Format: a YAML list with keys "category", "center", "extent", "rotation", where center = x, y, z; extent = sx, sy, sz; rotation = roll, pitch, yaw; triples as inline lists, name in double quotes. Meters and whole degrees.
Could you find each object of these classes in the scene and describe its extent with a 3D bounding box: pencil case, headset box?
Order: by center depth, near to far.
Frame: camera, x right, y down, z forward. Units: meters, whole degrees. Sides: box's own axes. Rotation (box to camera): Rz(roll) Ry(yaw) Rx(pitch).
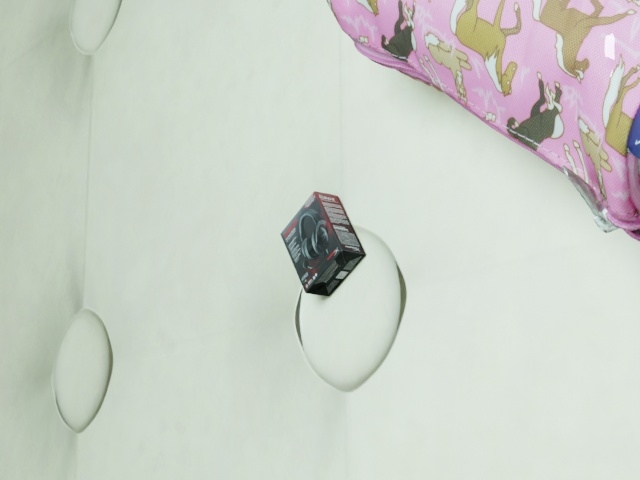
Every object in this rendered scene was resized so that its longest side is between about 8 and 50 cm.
- category: "pencil case"
  center: [0.155, -0.150, 0.813]
  extent: [0.386, 0.167, 0.160]
  rotation: [45, 154, 47]
- category: "headset box"
  center: [0.000, 0.000, 1.062]
  extent: [0.062, 0.032, 0.083]
  rotation: [-49, 48, 32]
